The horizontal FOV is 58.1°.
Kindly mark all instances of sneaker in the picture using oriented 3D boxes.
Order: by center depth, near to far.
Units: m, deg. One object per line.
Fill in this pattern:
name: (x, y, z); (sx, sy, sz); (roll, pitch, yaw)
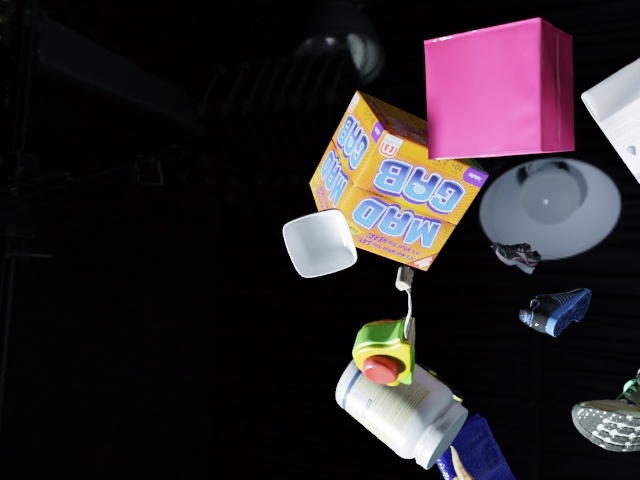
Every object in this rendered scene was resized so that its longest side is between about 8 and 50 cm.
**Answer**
sneaker: (0.553, 0.153, 1.345); (0.232, 0.090, 0.081); (-14, -62, -44)
sneaker: (0.795, 0.407, 1.425); (0.182, 0.410, 0.158); (-96, 17, -46)
sneaker: (0.592, 0.034, 1.736); (0.178, 0.077, 0.072); (20, -153, -30)
sneaker: (0.388, 0.505, 1.962); (0.069, 0.209, 0.082); (10, -66, -50)

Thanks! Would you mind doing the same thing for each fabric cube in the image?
fabric cube: (0.399, -0.316, 1.274); (0.259, 0.254, 0.258); (-12, -80, -51)

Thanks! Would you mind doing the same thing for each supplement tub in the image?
supplement tub: (0.233, 0.469, 1.661); (0.235, 0.324, 0.235); (-37, -34, -30)

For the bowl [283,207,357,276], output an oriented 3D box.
bowl: (0.000, 0.000, 1.252); (0.053, 0.142, 0.142); (-87, -21, -69)

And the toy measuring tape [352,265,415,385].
toy measuring tape: (0.112, 0.165, 1.045); (0.330, 0.121, 0.121); (80, -156, -45)

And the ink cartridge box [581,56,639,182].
ink cartridge box: (0.672, -0.218, 1.095); (0.283, 0.207, 0.117); (39, -146, -28)

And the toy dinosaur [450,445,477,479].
toy dinosaur: (0.288, 0.474, 1.106); (0.064, 0.112, 0.211); (-32, -95, -42)

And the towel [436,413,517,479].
towel: (0.479, 0.695, 1.708); (0.227, 0.076, 0.308); (-18, -108, -35)

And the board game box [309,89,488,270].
board game box: (0.221, -0.190, 1.789); (0.356, 0.356, 0.357); (-61, 23, 24)
